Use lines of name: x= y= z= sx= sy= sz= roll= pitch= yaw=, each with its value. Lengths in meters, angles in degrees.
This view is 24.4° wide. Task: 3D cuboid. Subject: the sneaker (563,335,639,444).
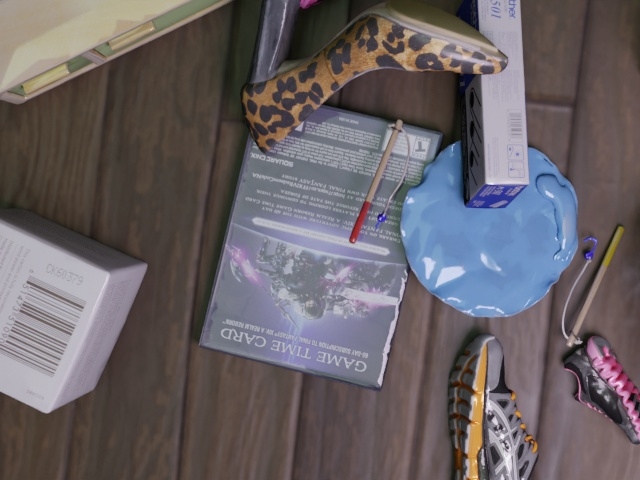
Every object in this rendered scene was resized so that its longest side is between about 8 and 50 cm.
sneaker: x=0.289 y=0.157 z=1.504 sx=0.057 sy=0.047 sz=0.119 roll=-31 pitch=87 yaw=26

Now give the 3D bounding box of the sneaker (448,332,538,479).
sneaker: x=0.178 y=0.200 z=1.496 sx=0.083 sy=0.084 sz=0.215 roll=-2 pitch=94 yaw=-8

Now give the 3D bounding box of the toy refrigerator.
toy refrigerator: x=-0.219 y=-0.233 z=1.510 sx=0.269 sy=0.102 sz=0.094 roll=-25 pitch=88 yaw=4

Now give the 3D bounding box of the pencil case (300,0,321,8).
pencil case: x=-0.036 y=-0.343 z=1.498 sx=0.098 sy=0.095 sz=0.209 roll=-33 pitch=91 yaw=13

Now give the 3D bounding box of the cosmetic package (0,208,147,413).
cosmetic package: x=-0.283 y=0.064 z=1.476 sx=0.151 sy=0.184 sz=0.151 roll=25 pitch=93 yaw=4

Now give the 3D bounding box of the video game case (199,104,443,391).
video game case: x=0.000 y=0.000 z=1.531 sx=0.196 sy=0.026 sz=0.274 roll=14 pitch=92 yaw=5

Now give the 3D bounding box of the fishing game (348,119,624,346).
fishing game: x=0.170 y=-0.016 z=1.504 sx=0.264 sy=0.041 sz=0.189 roll=21 pitch=82 yaw=-4

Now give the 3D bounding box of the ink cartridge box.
ink cartridge box: x=0.168 y=-0.142 z=1.455 sx=0.046 sy=0.097 sz=0.207 roll=1 pitch=78 yaw=-7

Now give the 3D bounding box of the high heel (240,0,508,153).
high heel: x=0.048 y=-0.145 z=1.447 sx=0.261 sy=0.093 sz=0.186 roll=19 pitch=114 yaw=20
